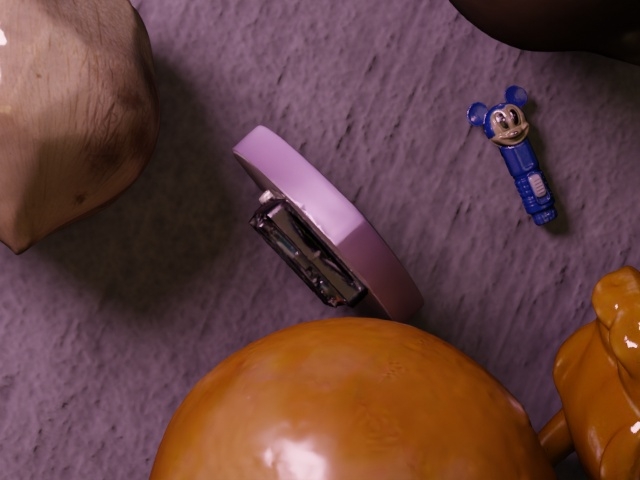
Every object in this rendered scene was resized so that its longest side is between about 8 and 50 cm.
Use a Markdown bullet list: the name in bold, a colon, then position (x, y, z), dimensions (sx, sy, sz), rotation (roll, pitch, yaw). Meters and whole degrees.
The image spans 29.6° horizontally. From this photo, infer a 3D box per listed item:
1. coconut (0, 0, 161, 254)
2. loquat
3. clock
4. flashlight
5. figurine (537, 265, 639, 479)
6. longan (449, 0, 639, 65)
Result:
- **coconut**: position (-0.217, -0.097, 0.907), dimensions (0.224, 0.224, 0.224), rotation (0, 92, -8)
- **loquat**: position (0.028, 0.213, 0.893), dimensions (0.328, 0.328, 0.328), rotation (0, 92, -8)
- **clock**: position (0.000, 0.000, 0.954), dimensions (0.064, 0.172, 0.198), rotation (-44, 98, -4)
- **flashlight**: position (0.173, -0.070, 1.044), dimensions (0.057, 0.035, 0.121), rotation (-25, 95, -7)
- **figurine**: position (0.380, 0.151, 0.972), dimensions (0.387, 0.268, 0.401), rotation (-6, 98, -10)
- **longan**: position (0.221, -0.283, 0.926), dimensions (0.350, 0.288, 0.288), rotation (9, 91, -17)
